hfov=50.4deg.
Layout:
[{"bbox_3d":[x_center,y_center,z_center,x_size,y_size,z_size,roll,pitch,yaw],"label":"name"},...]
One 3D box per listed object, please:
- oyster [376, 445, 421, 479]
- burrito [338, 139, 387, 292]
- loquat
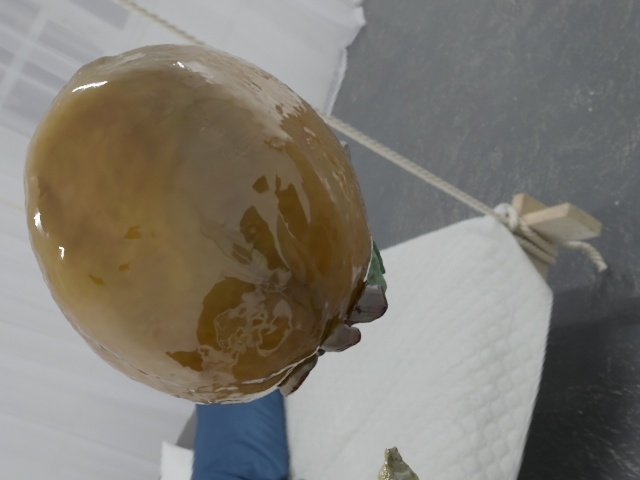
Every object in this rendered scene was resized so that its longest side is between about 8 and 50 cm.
[{"bbox_3d":[0.089,0.270,0.605,0.146,0.121,0.045,-52,-22,-49],"label":"oyster"},{"bbox_3d":[0.000,0.000,0.777,0.143,0.229,0.089,-27,34,-13],"label":"burrito"},{"bbox_3d":[-0.073,-0.011,0.441,0.193,0.238,0.238,-42,29,16],"label":"loquat"}]
